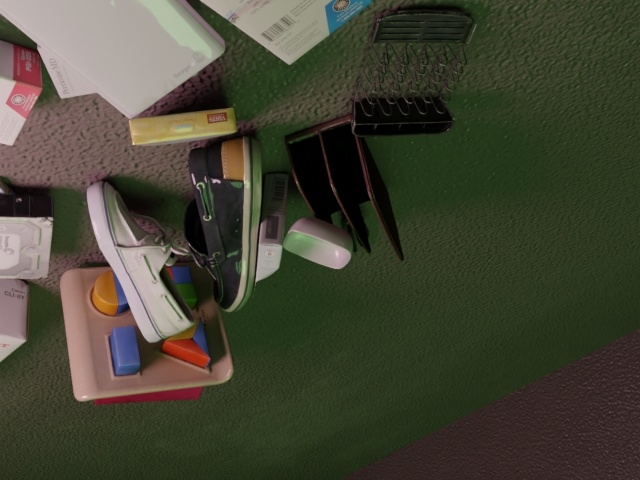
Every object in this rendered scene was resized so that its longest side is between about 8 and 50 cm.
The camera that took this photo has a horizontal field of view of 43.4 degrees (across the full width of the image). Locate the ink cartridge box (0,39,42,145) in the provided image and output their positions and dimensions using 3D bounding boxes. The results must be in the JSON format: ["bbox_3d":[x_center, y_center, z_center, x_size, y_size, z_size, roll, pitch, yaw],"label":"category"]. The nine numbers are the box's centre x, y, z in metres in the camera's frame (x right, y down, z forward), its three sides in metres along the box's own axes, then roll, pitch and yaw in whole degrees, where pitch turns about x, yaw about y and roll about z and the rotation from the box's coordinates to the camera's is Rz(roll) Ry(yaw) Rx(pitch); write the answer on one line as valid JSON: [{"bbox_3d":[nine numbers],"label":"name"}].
[{"bbox_3d":[-0.580,-0.254,1.289,0.218,0.092,0.158,11,141,-36],"label":"ink cartridge box"}]

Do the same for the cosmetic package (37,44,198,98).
[{"bbox_3d":[-0.324,-0.312,1.297,0.231,0.085,0.117,-12,147,-4],"label":"cosmetic package"}]

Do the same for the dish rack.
[{"bbox_3d":[0.173,-0.308,1.492,0.208,0.074,0.271,-5,147,-14],"label":"dish rack"}]

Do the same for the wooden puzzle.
[{"bbox_3d":[-0.388,0.182,1.806,0.348,0.322,0.080,-5,149,-21],"label":"wooden puzzle"}]

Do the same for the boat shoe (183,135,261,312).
[{"bbox_3d":[-0.212,-0.024,1.713,0.156,0.186,0.500,-1,142,-9],"label":"boat shoe"}]

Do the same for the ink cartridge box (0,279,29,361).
[{"bbox_3d":[-0.895,0.217,1.857,0.385,0.160,0.279,-35,142,31],"label":"ink cartridge box"}]

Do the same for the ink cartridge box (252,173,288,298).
[{"bbox_3d":[-0.110,-0.005,1.760,0.066,0.189,0.232,3,146,-2],"label":"ink cartridge box"}]

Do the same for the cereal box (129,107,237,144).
[{"bbox_3d":[-0.236,-0.198,1.414,0.173,0.047,0.240,-8,-173,-7],"label":"cereal box"}]

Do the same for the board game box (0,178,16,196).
[{"bbox_3d":[-0.687,-0.070,1.603,0.154,0.026,0.103,-15,148,4],"label":"board game box"}]

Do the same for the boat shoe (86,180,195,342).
[{"bbox_3d":[-0.347,0.033,1.666,0.157,0.136,0.366,-18,107,4],"label":"boat shoe"}]

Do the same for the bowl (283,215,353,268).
[{"bbox_3d":[0.000,0.000,1.681,0.142,0.053,0.142,23,160,-4],"label":"bowl"}]

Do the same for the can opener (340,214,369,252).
[{"bbox_3d":[0.081,-0.015,1.941,0.059,0.073,0.186,-19,158,-4],"label":"can opener"}]

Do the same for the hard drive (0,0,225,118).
[{"bbox_3d":[-0.316,-0.329,1.179,0.203,0.040,0.307,-31,135,19],"label":"hard drive"}]

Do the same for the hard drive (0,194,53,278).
[{"bbox_3d":[-0.717,-0.004,1.613,0.339,0.064,0.237,1,146,-23],"label":"hard drive"}]

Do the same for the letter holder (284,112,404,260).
[{"bbox_3d":[0.059,-0.076,1.684,0.152,0.214,0.302,-18,148,9],"label":"letter holder"}]

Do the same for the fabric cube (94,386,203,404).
[{"bbox_3d":[-0.416,0.233,1.972,0.258,0.254,0.259,2,146,-19],"label":"fabric cube"}]

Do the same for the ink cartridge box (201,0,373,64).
[{"bbox_3d":[-0.071,-0.408,1.151,0.171,0.168,0.233,-31,144,26],"label":"ink cartridge box"}]
